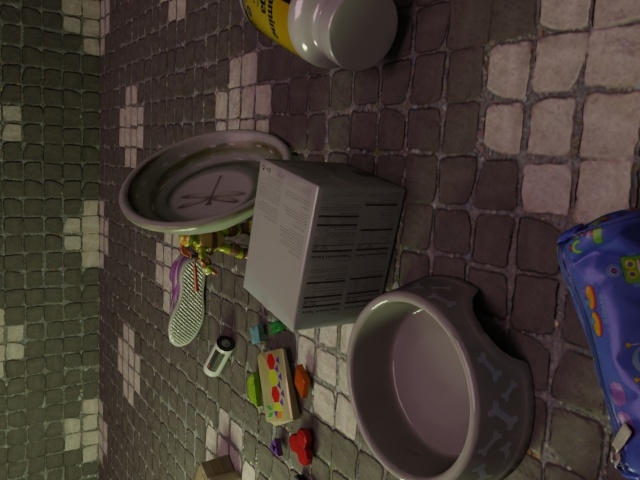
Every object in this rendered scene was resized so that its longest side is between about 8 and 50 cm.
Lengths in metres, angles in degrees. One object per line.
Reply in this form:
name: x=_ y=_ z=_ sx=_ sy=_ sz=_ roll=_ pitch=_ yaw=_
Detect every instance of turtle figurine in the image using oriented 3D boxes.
turtle figurine: x=-0.266 y=0.010 z=1.482 sx=0.087 sy=0.217 sz=0.270 roll=-42 pitch=54 yaw=44

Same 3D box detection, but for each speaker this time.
speaker: x=-0.290 y=0.331 z=1.686 sx=0.136 sy=0.055 sz=0.055 roll=-59 pitch=46 yaw=39

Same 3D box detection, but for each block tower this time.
block tower: x=-0.330 y=0.766 z=1.737 sx=0.097 sy=0.090 sz=0.336 roll=54 pitch=133 yaw=39

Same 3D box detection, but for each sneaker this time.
sneaker: x=-0.429 y=0.179 z=1.857 sx=0.161 sy=0.102 sz=0.282 roll=18 pitch=96 yaw=58

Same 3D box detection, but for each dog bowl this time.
dog bowl: x=0.169 y=0.231 z=0.959 sx=0.348 sy=0.102 sz=0.349 roll=3 pitch=93 yaw=55

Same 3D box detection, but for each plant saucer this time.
plant saucer: x=-0.253 y=-0.119 z=1.364 sx=0.400 sy=0.400 sz=0.101 roll=43 pitch=153 yaw=46

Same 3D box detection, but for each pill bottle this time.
pill bottle: x=-0.008 y=-0.437 z=1.108 sx=0.334 sy=0.187 sz=0.188 roll=46 pitch=128 yaw=45

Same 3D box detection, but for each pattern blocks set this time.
pattern blocks set: x=-0.102 y=0.357 z=1.433 sx=0.285 sy=0.026 sz=0.325 roll=-12 pitch=82 yaw=55

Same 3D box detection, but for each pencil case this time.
pencil case: x=0.353 y=0.116 z=0.655 sx=0.119 sy=0.133 sz=0.306 roll=119 pitch=142 yaw=-74

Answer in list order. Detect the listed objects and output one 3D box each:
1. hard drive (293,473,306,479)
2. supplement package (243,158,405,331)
hard drive: x=-0.021 y=0.604 z=1.329 sx=0.135 sy=0.022 sz=0.094 roll=22 pitch=109 yaw=53
supplement package: x=0.000 y=0.000 z=1.109 sx=0.199 sy=0.198 sz=0.263 roll=32 pitch=117 yaw=50
